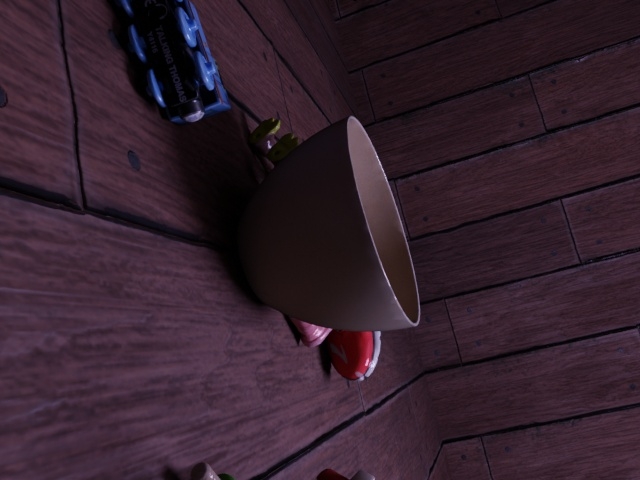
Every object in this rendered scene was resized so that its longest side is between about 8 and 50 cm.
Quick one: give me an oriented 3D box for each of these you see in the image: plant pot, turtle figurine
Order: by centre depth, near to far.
[{"bbox_3d":[0.000,0.000,0.781,0.284,0.190,0.284,-17,90,-75],"label":"plant pot"},{"bbox_3d":[-0.039,-0.100,0.979,0.217,0.087,0.270,55,8,-44],"label":"turtle figurine"}]

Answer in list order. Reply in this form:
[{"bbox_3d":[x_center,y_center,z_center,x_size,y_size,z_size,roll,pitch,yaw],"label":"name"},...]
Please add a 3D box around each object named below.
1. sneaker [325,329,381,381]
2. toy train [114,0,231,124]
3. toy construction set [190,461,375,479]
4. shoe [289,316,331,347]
[{"bbox_3d":[0.022,0.111,1.021,0.118,0.107,0.279,27,42,-47],"label":"sneaker"},{"bbox_3d":[-0.162,-0.218,0.639,0.105,0.080,0.184,-61,132,-84],"label":"toy train"},{"bbox_3d":[0.048,0.334,0.423,0.258,0.308,0.237,-77,154,-49],"label":"toy construction set"},{"bbox_3d":[-0.011,0.090,0.933,0.178,0.063,0.081,-72,146,-58],"label":"shoe"}]
